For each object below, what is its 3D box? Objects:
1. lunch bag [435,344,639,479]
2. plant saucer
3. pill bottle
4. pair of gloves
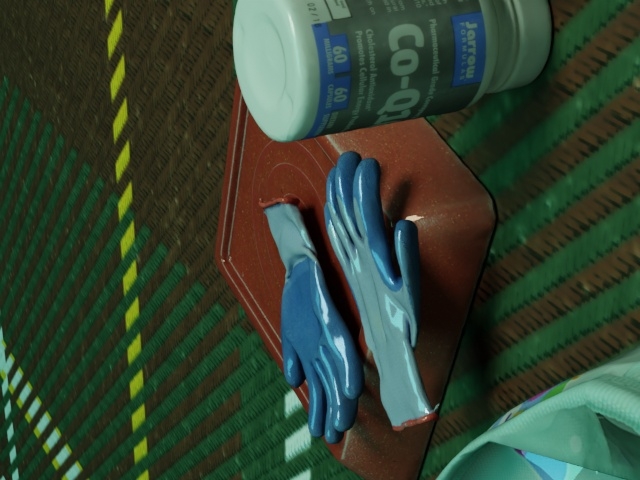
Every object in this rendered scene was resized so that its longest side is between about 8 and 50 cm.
[{"bbox_3d":[0.136,0.105,0.419,0.160,0.223,0.262,51,143,33],"label":"lunch bag"},{"bbox_3d":[0.000,0.000,0.860,0.258,0.048,0.259,55,146,39],"label":"plant saucer"},{"bbox_3d":[0.035,-0.095,0.633,0.078,0.137,0.078,41,138,53],"label":"pill bottle"},{"bbox_3d":[0.012,0.037,0.772,0.198,0.023,0.159,-23,81,65],"label":"pair of gloves"}]
